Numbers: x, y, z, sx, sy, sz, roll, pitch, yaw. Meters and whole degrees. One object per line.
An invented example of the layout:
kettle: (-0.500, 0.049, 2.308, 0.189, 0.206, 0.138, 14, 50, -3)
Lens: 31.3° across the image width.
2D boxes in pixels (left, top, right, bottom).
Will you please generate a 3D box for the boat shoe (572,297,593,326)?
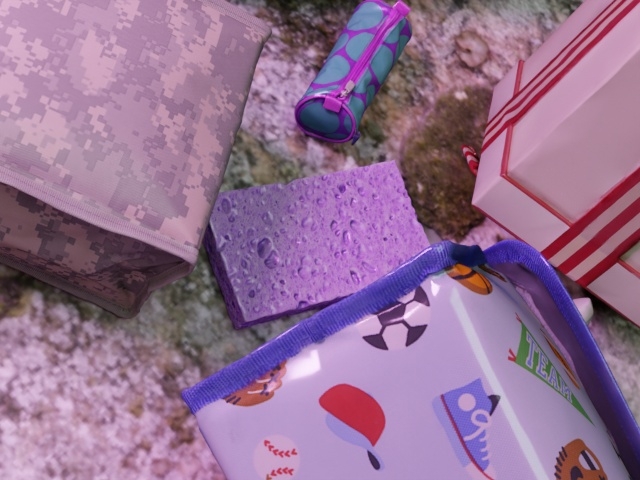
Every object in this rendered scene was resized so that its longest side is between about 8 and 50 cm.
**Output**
boat shoe: (0.208, 0.091, 1.012, 0.066, 0.184, 0.063, -18, 84, -3)

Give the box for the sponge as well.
sponge: (0.000, 0.000, 1.020, 0.210, 0.031, 0.117, -13, 75, -30)

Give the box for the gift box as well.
gift box: (0.308, -0.093, 1.090, 0.255, 0.258, 0.276, 38, 35, -8)

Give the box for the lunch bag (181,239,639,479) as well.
lunch bag: (0.119, 0.178, 0.833, 0.238, 0.385, 0.328, -29, 81, 11)

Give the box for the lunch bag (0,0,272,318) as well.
lunch bag: (-0.215, -0.108, 0.875, 0.287, 0.169, 0.235, 26, 59, -20)

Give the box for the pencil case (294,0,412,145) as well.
pencil case: (0.034, -0.161, 1.083, 0.064, 0.070, 0.152, 35, 57, -10)
